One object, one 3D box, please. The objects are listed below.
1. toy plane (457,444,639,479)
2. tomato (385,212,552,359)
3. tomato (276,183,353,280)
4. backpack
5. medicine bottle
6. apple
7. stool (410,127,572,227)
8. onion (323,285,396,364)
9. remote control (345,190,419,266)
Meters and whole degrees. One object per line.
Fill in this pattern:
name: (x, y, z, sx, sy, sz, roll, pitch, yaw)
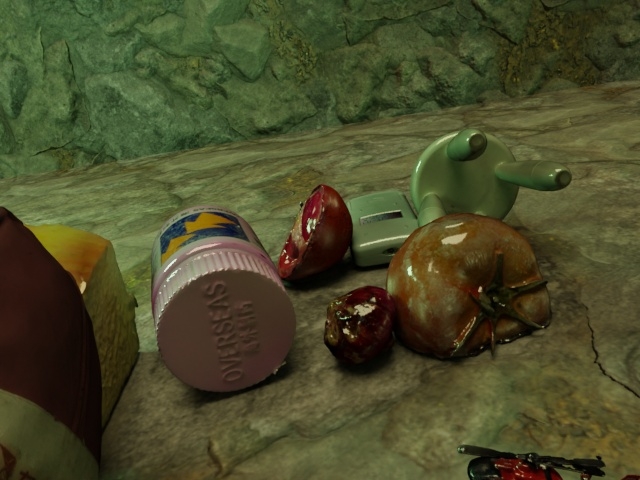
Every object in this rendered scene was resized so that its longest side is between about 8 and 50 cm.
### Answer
toy plane: (0.180, 0.196, 0.419, 0.145, 0.060, 0.037, 8, 25, 6)
tomato: (0.188, 0.041, 0.680, 0.214, 0.155, 0.181, -20, 19, -18)
tomato: (0.000, 0.000, 0.911, 0.100, 0.189, 0.173, 21, 29, -16)
backpack: (-0.288, 0.126, 0.408, 0.198, 0.283, 0.317, -9, 46, -7)
medicine bottle: (-0.150, 0.066, 0.734, 0.178, 0.178, 0.290, -16, 21, -12)
apple: (-0.418, 0.144, 0.676, 0.310, 0.313, 0.252, -6, -22, -2)
stool: (0.257, -0.077, 0.844, 0.196, 0.195, 0.198, 22, 16, -4)
onion: (0.053, 0.109, 0.653, 0.107, 0.097, 0.107, -46, 13, 14)
remote control: (0.118, -0.033, 1.013, 0.141, 0.056, 0.296, -10, 21, 3)
